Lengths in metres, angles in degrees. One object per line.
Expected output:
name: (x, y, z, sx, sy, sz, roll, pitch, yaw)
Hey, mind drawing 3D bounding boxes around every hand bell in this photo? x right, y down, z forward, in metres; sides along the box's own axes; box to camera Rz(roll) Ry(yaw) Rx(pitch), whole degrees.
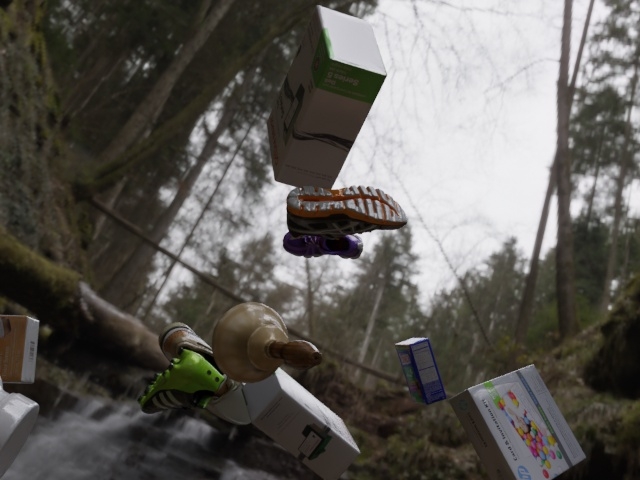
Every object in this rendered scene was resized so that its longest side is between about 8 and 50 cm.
hand bell: (-0.057, 0.158, 1.253, 0.126, 0.126, 0.242, 40, -16, -20)

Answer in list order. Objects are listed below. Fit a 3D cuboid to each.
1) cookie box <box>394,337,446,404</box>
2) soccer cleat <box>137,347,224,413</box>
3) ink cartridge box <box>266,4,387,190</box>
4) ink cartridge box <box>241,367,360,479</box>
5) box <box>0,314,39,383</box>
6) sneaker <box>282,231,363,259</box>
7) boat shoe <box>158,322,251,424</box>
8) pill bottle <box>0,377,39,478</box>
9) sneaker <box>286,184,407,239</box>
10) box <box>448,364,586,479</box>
cookie box: (0.172, 0.224, 1.516, 0.040, 0.107, 0.092, -16, -3, -11)
soccer cleat: (-0.178, 0.192, 1.106, 0.072, 0.060, 0.179, 37, -36, -8)
ink cartridge box: (0.003, -0.252, 1.598, 0.115, 0.198, 0.273, 13, -53, -19)
ink cartridge box: (-0.040, 0.356, 1.730, 0.219, 0.092, 0.160, 42, 2, -19)
box: (-0.651, 0.213, 1.718, 0.170, 0.130, 0.091, 2, -11, -3)
sneaker: (0.000, 0.000, 1.747, 0.170, 0.068, 0.071, 2, -6, 21)
boat shoe: (-0.236, 0.310, 1.917, 0.302, 0.113, 0.103, 47, -7, -25)
pill bottle: (-0.541, 0.217, 1.196, 0.278, 0.162, 0.162, 28, -37, -1)
sneaker: (0.041, -0.041, 1.488, 0.215, 0.084, 0.083, 5, -49, -12)
box: (0.260, 0.247, 1.147, 0.038, 0.186, 0.145, -40, -112, 35)
